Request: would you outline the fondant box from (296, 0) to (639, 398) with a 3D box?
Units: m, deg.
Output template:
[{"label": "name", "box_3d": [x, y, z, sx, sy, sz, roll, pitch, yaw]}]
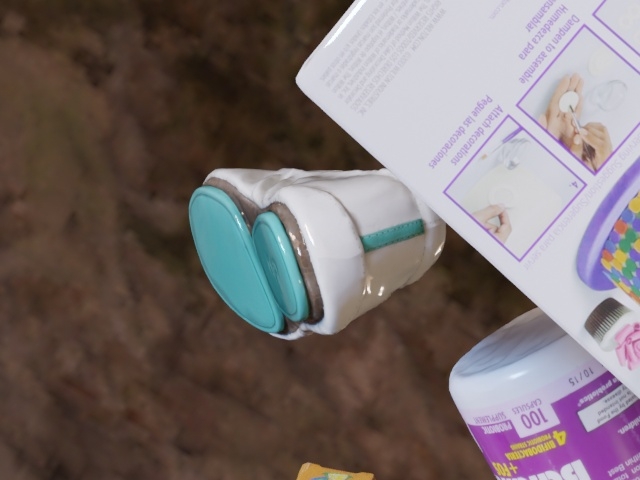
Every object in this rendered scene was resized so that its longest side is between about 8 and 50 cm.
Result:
[{"label": "fondant box", "box_3d": [0.188, -0.062, 0.907, 0.330, 0.238, 0.096, 43, -160, 10]}]

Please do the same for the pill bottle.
[{"label": "pill bottle", "box_3d": [0.246, 0.205, 1.587, 0.301, 0.169, 0.169, 60, 179, -7]}]

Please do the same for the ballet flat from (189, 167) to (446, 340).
[{"label": "ballet flat", "box_3d": [0.000, 0.000, 1.386, 0.139, 0.139, 0.400, 30, 175, -12]}]

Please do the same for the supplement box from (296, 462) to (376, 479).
[{"label": "supplement box", "box_3d": [0.019, 0.326, 1.829, 0.078, 0.233, 0.080, 7, -144, 21]}]
